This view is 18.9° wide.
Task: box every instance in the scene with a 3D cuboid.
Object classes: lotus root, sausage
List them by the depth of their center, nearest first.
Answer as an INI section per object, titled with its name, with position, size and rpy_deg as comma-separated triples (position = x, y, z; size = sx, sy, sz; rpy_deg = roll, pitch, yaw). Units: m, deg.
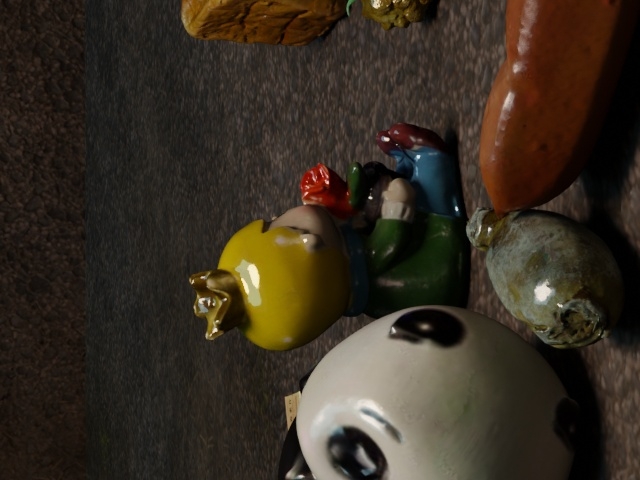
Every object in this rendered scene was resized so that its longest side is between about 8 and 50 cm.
[sausage]
position = 0.168, -0.165, 1.263
size = 0.097, 0.094, 0.348
rpy_deg = -64, -16, -57
[lotus root]
position = 0.160, 0.020, 1.346
size = 0.165, 0.088, 0.088
rpy_deg = -132, 41, -58

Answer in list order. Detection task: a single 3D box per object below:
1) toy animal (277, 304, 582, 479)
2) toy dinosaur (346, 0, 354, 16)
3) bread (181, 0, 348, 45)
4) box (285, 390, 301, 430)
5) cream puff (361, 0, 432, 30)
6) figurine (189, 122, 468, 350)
[toy animal]
position = 0.074, 0.165, 1.455
size = 0.267, 0.213, 0.212
rpy_deg = 127, 138, -75
[toy dinosaur]
position = 0.048, -0.239, 1.775
size = 0.062, 0.021, 0.083
rpy_deg = 40, 132, 50
[bread]
position = -0.057, -0.281, 1.908
size = 0.149, 0.143, 0.158
rpy_deg = 153, 113, -65
[box]
position = -0.021, 0.212, 2.095
size = 0.058, 0.015, 0.093
rpy_deg = 150, 116, -69
[cream puff]
position = 0.070, -0.224, 1.653
size = 0.058, 0.083, 0.083
rpy_deg = 1, -111, -63
[figurine]
position = 0.003, -0.004, 1.602
size = 0.127, 0.234, 0.185
rpy_deg = -161, 68, -76
